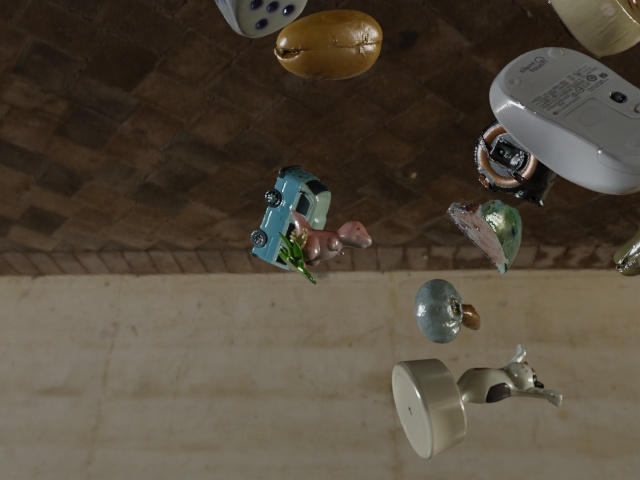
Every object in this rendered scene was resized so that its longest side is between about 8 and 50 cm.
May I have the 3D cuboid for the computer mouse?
[{"bbox_3d":[0.397,-0.172,1.039,0.297,0.184,0.121,39,159,32],"label":"computer mouse"}]

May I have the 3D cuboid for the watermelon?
[{"bbox_3d":[0.263,-0.031,1.094,0.071,0.139,0.187,-45,146,-7],"label":"watermelon"}]

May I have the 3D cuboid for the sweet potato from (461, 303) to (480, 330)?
[{"bbox_3d":[0.426,0.220,1.967,0.060,0.068,0.206,2,158,26],"label":"sweet potato"}]

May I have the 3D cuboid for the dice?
[{"bbox_3d":[-0.148,-0.591,1.549,0.194,0.193,0.192,-31,162,-5],"label":"dice"}]

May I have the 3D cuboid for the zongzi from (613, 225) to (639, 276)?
[{"bbox_3d":[0.581,-0.027,1.209,0.160,0.078,0.176,-18,105,27],"label":"zongzi"}]

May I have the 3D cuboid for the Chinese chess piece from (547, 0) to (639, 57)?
[{"bbox_3d":[0.491,-0.452,1.235,0.250,0.249,0.103,24,144,-35],"label":"Chinese chess piece"}]

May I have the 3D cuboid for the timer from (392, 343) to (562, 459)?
[{"bbox_3d":[0.283,0.273,1.254,0.266,0.175,0.175,-13,155,-12],"label":"timer"}]

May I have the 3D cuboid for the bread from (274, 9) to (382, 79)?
[{"bbox_3d":[0.020,-0.324,1.154,0.189,0.077,0.114,-12,124,-16],"label":"bread"}]

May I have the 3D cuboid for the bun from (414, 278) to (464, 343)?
[{"bbox_3d":[0.151,0.087,0.861,0.045,0.083,0.083,-13,149,39],"label":"bun"}]

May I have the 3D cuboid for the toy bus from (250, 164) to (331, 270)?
[{"bbox_3d":[-0.073,-0.059,1.938,0.165,0.271,0.133,28,-160,19],"label":"toy bus"}]

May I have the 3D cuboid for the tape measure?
[{"bbox_3d":[0.497,-0.212,1.732,0.135,0.223,0.202,-16,132,-51],"label":"tape measure"}]

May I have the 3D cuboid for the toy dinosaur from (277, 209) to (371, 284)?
[{"bbox_3d":[-0.003,-0.003,1.585,0.194,0.177,0.152,34,170,24],"label":"toy dinosaur"}]
